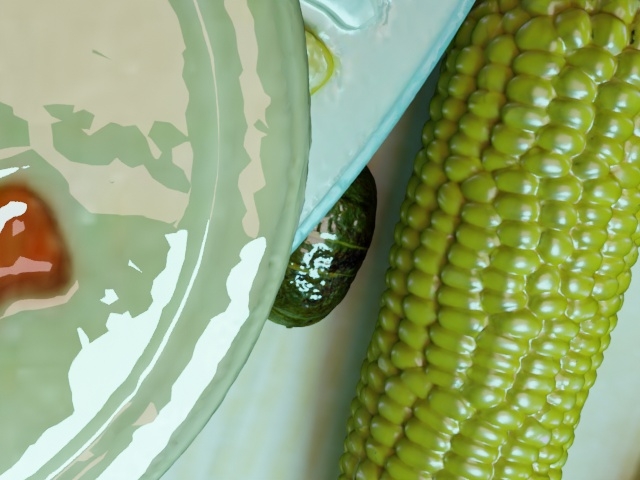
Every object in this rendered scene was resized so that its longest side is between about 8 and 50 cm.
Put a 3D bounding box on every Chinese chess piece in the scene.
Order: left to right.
[{"bbox_3d":[-0.171,-0.040,0.532,0.338,0.140,0.338,-4,106,-14],"label":"Chinese chess piece"}]

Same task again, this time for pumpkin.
[{"bbox_3d":[0.000,0.000,0.716,0.050,0.028,0.083,10,100,-23],"label":"pumpkin"}]

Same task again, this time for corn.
[{"bbox_3d":[0.070,0.028,0.707,0.106,0.106,0.305,15,97,-21],"label":"corn"}]

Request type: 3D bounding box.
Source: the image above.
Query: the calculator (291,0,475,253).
[{"bbox_3d":[-0.059,-0.135,0.639,0.256,0.054,0.386,33,95,-22],"label":"calculator"}]
